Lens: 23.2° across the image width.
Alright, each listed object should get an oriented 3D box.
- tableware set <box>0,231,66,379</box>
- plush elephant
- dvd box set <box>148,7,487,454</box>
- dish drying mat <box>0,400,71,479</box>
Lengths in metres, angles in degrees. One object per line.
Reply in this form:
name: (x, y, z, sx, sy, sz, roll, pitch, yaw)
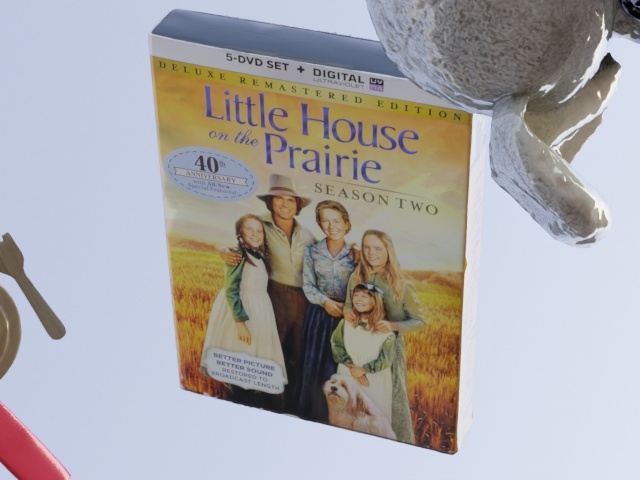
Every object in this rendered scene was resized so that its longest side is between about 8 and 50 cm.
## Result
tableware set: (-0.262, 0.013, 0.979, 0.128, 0.039, 0.194, -33, -69, -11)
plush elephant: (0.119, -0.159, 0.694, 0.330, 0.272, 0.255, -45, 1, 43)
dvd box set: (0.000, 0.000, 1.468, 0.062, 0.308, 0.420, -58, -26, -49)
dish drying mat: (-0.187, 0.129, 0.960, 0.008, 0.032, 0.083, -21, -61, 38)
